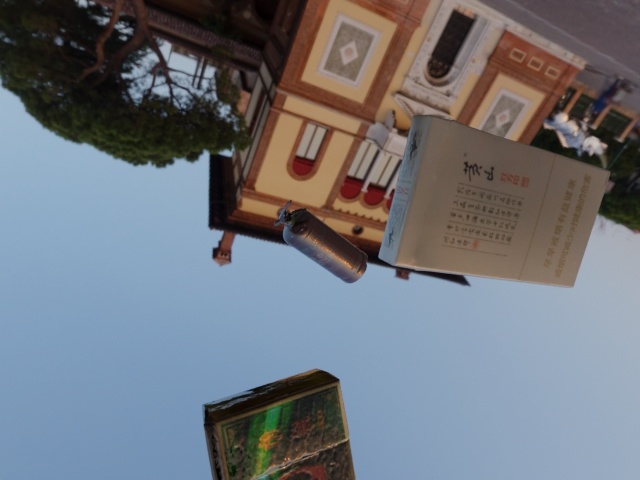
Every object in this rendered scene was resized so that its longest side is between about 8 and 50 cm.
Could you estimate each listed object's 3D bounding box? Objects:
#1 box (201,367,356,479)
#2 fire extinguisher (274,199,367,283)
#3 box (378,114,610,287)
[{"bbox_3d":[-0.039,0.288,0.496,0.159,0.240,0.071,-10,-179,-24],"label":"box"},{"bbox_3d":[0.000,0.000,1.280,0.337,0.135,0.114,35,-136,-30],"label":"fire extinguisher"},{"bbox_3d":[0.271,-0.043,0.652,0.365,0.205,0.051,8,-170,-25],"label":"box"}]
